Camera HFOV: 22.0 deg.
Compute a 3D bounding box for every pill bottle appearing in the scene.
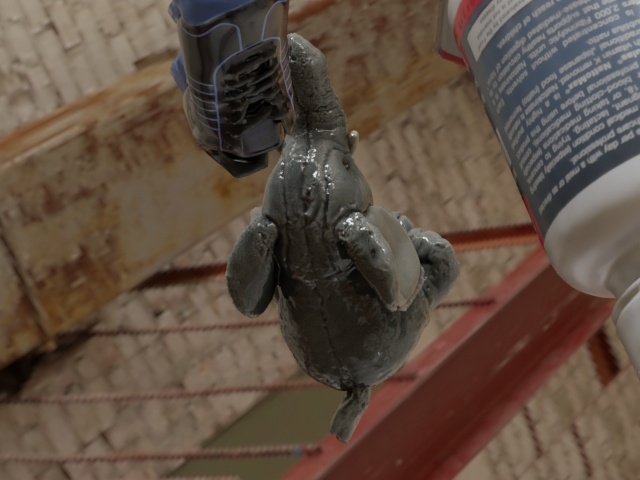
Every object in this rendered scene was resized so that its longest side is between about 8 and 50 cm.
[{"bbox_3d":[0.128,-0.038,0.646,0.108,0.108,0.180,-47,-127,43],"label":"pill bottle"}]

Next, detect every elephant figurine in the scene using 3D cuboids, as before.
[{"bbox_3d":[0.000,0.000,1.247,0.186,0.169,0.239,49,-5,32],"label":"elephant figurine"}]

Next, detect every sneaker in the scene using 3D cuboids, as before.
[{"bbox_3d":[-0.048,-0.109,1.065,0.090,0.081,0.232,64,-10,8],"label":"sneaker"}]

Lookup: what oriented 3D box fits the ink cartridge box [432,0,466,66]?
[{"bbox_3d":[0.307,-0.287,1.444,0.279,0.384,0.160,22,-36,16],"label":"ink cartridge box"}]
